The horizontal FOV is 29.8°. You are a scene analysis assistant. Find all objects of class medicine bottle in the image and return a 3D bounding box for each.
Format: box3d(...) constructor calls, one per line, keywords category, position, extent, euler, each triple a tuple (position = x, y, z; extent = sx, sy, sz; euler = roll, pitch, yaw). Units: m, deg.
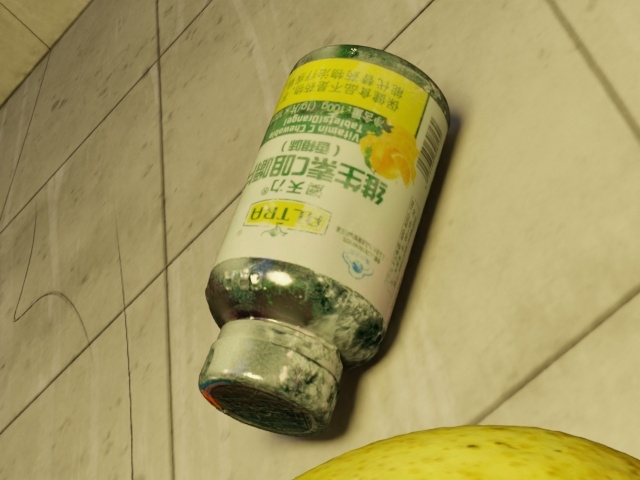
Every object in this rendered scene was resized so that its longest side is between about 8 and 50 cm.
box3d(category="medicine bottle", position=(0.000, 0.000, 0.932), extent=(0.141, 0.141, 0.293), euler=(-16, 47, 50))

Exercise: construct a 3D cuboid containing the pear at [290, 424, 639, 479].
box3d(category="pear", position=(0.054, 0.213, 0.474), extent=(0.304, 0.304, 0.304), euler=(-37, 33, 30))
